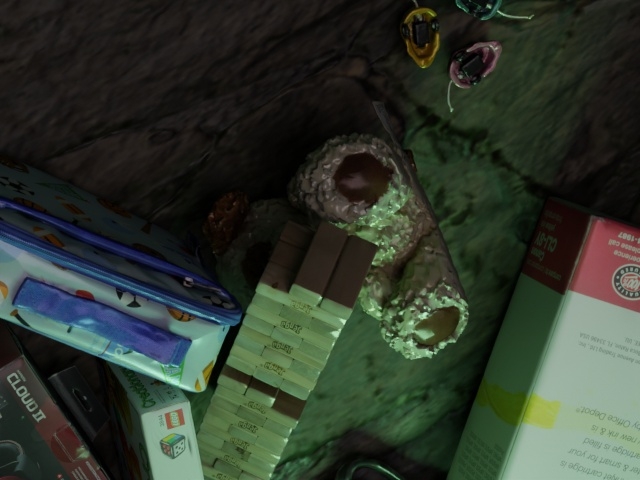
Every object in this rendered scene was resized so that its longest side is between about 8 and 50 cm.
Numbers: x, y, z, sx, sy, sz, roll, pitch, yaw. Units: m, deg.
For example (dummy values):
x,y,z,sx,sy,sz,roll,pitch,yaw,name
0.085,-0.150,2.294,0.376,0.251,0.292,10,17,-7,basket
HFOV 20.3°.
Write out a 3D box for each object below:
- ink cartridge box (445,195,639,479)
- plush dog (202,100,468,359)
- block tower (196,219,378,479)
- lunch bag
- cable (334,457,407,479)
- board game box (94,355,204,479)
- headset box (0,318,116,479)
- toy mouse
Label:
x,y,z,sx,sy,sz,roll,pitch,yaw,name
0.323,0.180,1.930,0.279,0.160,0.384,18,94,-15,ink cartridge box
0.000,0.000,1.790,0.225,0.210,0.262,-24,121,9,plush dog
-0.043,0.117,1.746,0.091,0.097,0.335,25,137,0,block tower
-0.220,0.028,1.656,0.303,0.243,0.115,22,100,-26,lunch bag
0.102,0.300,2.009,0.287,0.072,0.139,-5,94,-33,cable
-0.157,0.260,1.795,0.053,0.193,0.305,-16,114,-16,board game box
-0.344,0.234,1.757,0.293,0.110,0.218,-34,118,-7,headset box
0.149,-0.217,1.833,0.143,0.031,0.161,-19,115,-14,toy mouse
